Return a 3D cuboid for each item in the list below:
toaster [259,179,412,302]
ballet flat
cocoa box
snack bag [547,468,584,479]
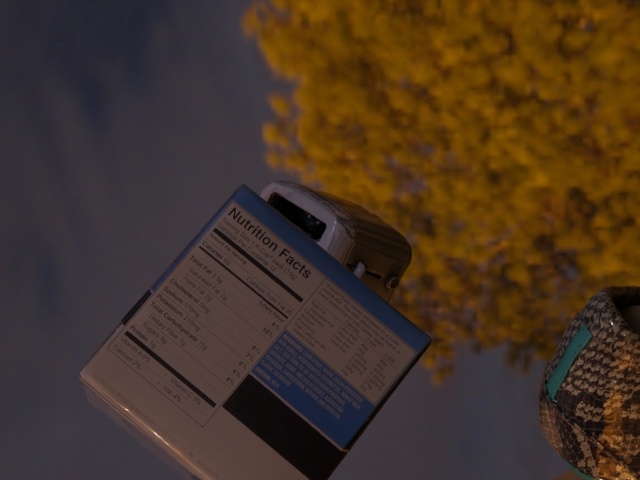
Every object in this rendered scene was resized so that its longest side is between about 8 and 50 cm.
[{"bbox_3d":[0.000,0.000,1.889,0.146,0.227,0.129,21,-79,-51],"label":"toaster"},{"bbox_3d":[0.394,0.082,1.009,0.164,0.483,0.182,-108,24,-47],"label":"ballet flat"},{"bbox_3d":[-0.074,0.126,1.375,0.228,0.231,0.347,-51,0,-12],"label":"cocoa box"},{"bbox_3d":[0.453,0.253,1.737,0.037,0.323,0.342,66,163,4],"label":"snack bag"}]
